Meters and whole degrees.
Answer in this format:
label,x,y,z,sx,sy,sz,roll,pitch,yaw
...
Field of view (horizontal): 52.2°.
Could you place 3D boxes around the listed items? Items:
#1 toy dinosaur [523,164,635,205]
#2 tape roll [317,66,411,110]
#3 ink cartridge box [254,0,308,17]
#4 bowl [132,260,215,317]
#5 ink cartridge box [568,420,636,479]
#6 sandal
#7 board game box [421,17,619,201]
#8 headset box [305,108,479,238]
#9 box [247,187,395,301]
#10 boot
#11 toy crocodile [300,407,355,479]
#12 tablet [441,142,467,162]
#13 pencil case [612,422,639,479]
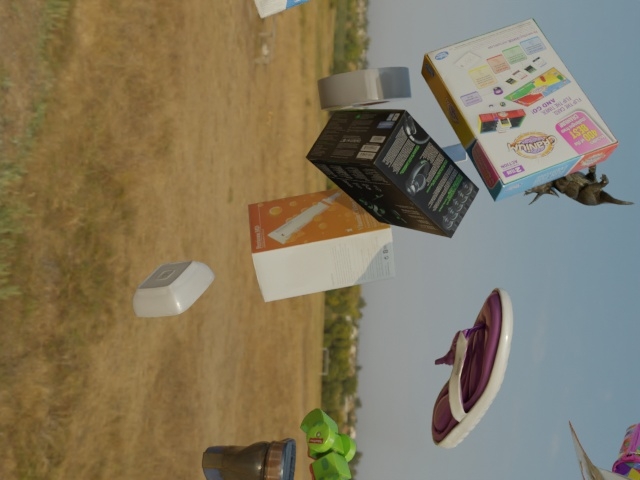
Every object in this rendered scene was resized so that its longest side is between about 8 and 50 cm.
label,x,y,z,sx,sy,sz,roll,pitch,yaw
toy dinosaur,0.789,-0.168,1.980,0.160,0.313,0.121,74,38,-56
tape roll,0.104,-0.356,1.541,0.219,0.219,0.072,-69,152,-82
ink cartridge box,-0.114,-0.636,1.471,0.078,0.134,0.231,-98,169,-72
bowl,-0.292,0.087,1.277,0.142,0.141,0.053,-52,128,-49
ink cartridge box,0.625,0.571,1.264,0.385,0.091,0.308,-102,170,-63
sandal,0.278,0.273,1.304,0.169,0.102,0.416,-90,-169,-56
board game box,0.368,-0.255,1.238,0.064,0.242,0.317,90,-21,-66
headset box,0.156,-0.136,1.373,0.246,0.283,0.131,16,-109,56
box,0.000,0.000,1.684,0.215,0.345,0.168,-103,-178,-51
boot,-0.090,0.305,0.889,0.219,0.106,0.082,86,9,-65
toy crocodile,0.025,0.518,1.444,0.115,0.105,0.341,42,21,-40
tablet,0.342,-0.224,1.705,0.006,0.083,0.054,31,55,-54
pencil case,0.742,0.502,1.513,0.236,0.104,0.105,-12,106,-58
